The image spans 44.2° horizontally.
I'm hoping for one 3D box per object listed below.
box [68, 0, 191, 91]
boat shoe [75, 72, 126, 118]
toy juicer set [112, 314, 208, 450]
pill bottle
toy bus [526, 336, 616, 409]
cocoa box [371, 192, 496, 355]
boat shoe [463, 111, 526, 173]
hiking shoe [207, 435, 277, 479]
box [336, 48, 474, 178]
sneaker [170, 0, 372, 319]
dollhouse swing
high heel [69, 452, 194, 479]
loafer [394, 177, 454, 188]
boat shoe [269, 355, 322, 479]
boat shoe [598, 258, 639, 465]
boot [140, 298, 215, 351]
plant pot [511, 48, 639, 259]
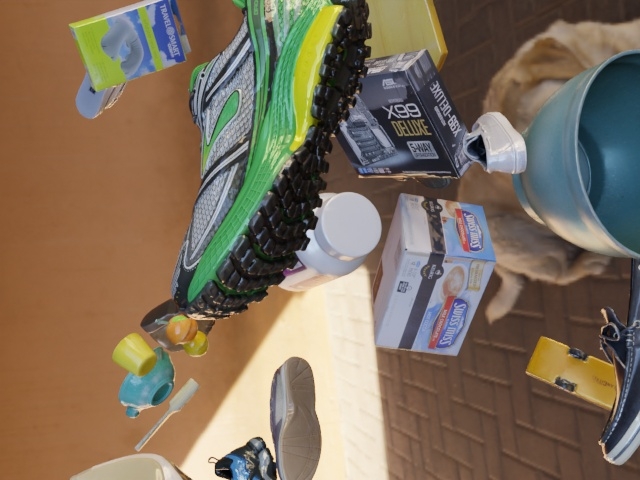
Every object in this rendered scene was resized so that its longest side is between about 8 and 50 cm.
[{"bbox_3d":[-0.297,-0.320,1.264,0.042,0.178,0.109,39,149,53],"label":"box"},{"bbox_3d":[-0.490,-0.394,1.841,0.095,0.084,0.258,48,127,-2],"label":"boat shoe"},{"bbox_3d":[-0.325,0.266,1.614,0.089,0.209,0.329,34,140,22],"label":"toy juicer set"},{"bbox_3d":[0.000,0.000,1.585,0.301,0.169,0.169,154,113,-63],"label":"pill bottle"},{"bbox_3d":[0.700,0.360,2.008,0.108,0.332,0.130,-65,-19,-7],"label":"toy bus"},{"bbox_3d":[0.280,0.092,2.023,0.231,0.227,0.347,-89,9,-51],"label":"cocoa box"},{"bbox_3d":[0.233,-0.133,1.103,0.184,0.063,0.066,-100,4,-62],"label":"boat shoe"},{"bbox_3d":[-0.126,0.565,1.674,0.304,0.132,0.113,50,154,45],"label":"hiking shoe"},{"bbox_3d":[0.139,-0.242,1.569,0.307,0.076,0.242,7,136,53],"label":"box"},{"bbox_3d":[-0.067,-0.087,0.763,0.134,0.146,0.344,45,-117,-67],"label":"sneaker"},{"bbox_3d":[0.206,-0.557,1.921,0.346,0.315,0.305,-14,110,46],"label":"dollhouse swing"},{"bbox_3d":[-0.149,0.331,0.892,0.186,0.261,0.093,75,-153,-42],"label":"high heel"},{"bbox_3d":[0.242,-0.188,1.862,0.096,0.084,0.267,58,163,-23],"label":"loafer"},{"bbox_3d":[-0.063,0.401,1.728,0.092,0.102,0.285,-38,48,50],"label":"boat shoe"},{"bbox_3d":[0.624,0.189,1.554,0.187,0.155,0.501,31,-104,-72],"label":"boat shoe"},{"bbox_3d":[-0.286,0.174,1.937,0.115,0.305,0.112,55,-161,-22],"label":"boot"},{"bbox_3d":[0.411,-0.111,1.170,0.196,0.293,0.293,-9,84,61],"label":"plant pot"}]
